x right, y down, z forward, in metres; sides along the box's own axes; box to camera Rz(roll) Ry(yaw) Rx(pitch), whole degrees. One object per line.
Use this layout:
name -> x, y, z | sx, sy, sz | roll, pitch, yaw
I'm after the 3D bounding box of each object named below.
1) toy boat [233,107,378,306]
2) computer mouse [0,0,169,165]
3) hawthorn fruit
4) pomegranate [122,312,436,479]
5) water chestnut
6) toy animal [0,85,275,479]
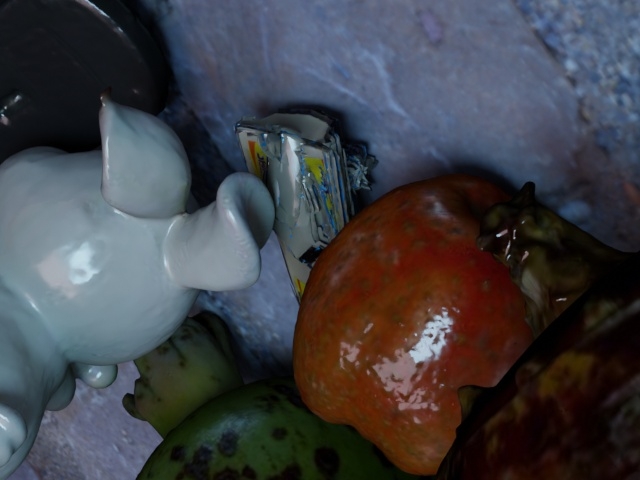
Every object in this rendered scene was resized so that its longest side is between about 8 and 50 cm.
toy boat -> 0.000, 0.000, 1.110 | 0.084, 0.066, 0.210 | 13, 129, 34
computer mouse -> -0.217, -0.116, 1.182 | 0.269, 0.086, 0.137 | -27, 117, 35
hawthorn fruit -> 0.075, 0.050, 1.015 | 0.189, 0.189, 0.189 | 22, 133, 26
pomegranate -> -0.030, 0.184, 1.198 | 0.242, 0.306, 0.242 | -7, 125, -9
water chestnut -> 0.183, 0.093, 0.822 | 0.302, 0.350, 0.350 | 57, 141, 14
toy animal -> -0.188, 0.036, 1.100 | 0.183, 0.310, 0.247 | 57, 169, -7
